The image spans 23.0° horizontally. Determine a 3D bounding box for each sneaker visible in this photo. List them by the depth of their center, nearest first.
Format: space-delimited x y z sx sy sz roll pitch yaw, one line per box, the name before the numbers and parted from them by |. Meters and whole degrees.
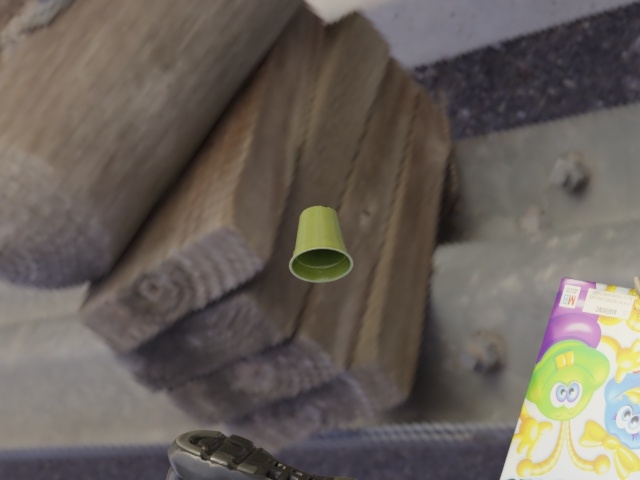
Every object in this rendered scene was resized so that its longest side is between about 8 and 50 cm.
sneaker | -0.015 0.254 1.372 0.267 0.101 0.106 19 102 13

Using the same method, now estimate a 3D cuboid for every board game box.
board game box | 0.261 0.190 1.363 0.144 0.275 0.142 9 167 44

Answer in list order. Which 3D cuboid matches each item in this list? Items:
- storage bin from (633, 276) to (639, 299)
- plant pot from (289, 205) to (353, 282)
storage bin | 0.293 0.162 0.979 0.123 0.260 0.262 -13 111 6
plant pot | 0.000 0.000 2.057 0.083 0.079 0.083 -1 146 -1
